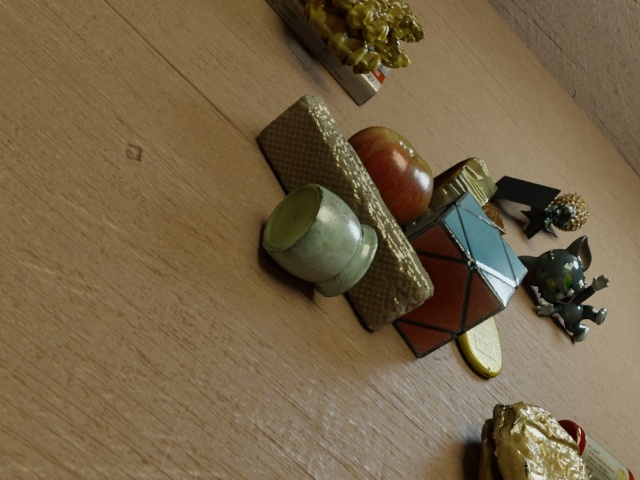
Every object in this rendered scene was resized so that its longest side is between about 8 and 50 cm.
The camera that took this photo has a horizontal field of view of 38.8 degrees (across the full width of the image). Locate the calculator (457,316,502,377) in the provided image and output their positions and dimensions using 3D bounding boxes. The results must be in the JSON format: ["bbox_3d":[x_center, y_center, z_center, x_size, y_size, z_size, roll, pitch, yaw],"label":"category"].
[{"bbox_3d":[0.322,0.179,1.881,0.146,0.032,0.235,32,38,-35],"label":"calculator"}]

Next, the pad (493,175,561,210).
[{"bbox_3d":[0.549,-0.132,2.459,0.170,0.006,0.245,17,22,19],"label":"pad"}]

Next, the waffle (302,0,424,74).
[{"bbox_3d":[0.095,-0.500,2.028,0.261,0.151,0.324,52,26,6],"label":"waffle"}]

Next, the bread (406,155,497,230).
[{"bbox_3d":[0.269,-0.085,1.919,0.110,0.192,0.210,51,30,0],"label":"bread"}]

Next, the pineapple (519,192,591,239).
[{"bbox_3d":[0.657,-0.064,2.514,0.130,0.119,0.277,45,31,24],"label":"pineapple"}]

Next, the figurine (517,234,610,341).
[{"bbox_3d":[0.624,0.124,2.246,0.265,0.193,0.140,50,26,-32],"label":"figurine"}]

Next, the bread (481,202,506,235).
[{"bbox_3d":[0.416,-0.060,2.266,0.094,0.035,0.090,28,38,-38],"label":"bread"}]

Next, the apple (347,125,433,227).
[{"bbox_3d":[0.123,-0.121,1.780,0.209,0.164,0.209,42,19,-19],"label":"apple"}]

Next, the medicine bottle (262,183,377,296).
[{"bbox_3d":[0.000,0.000,1.487,0.143,0.147,0.147,39,32,-31],"label":"medicine bottle"}]

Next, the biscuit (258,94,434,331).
[{"bbox_3d":[0.046,-0.052,1.613,0.078,0.144,0.426,-12,70,-60],"label":"biscuit"}]

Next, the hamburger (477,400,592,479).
[{"bbox_3d":[0.375,0.428,1.591,0.259,0.144,0.283,40,36,-16],"label":"hamburger"}]

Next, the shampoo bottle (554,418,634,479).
[{"bbox_3d":[0.507,0.430,1.812,0.278,0.104,0.104,40,32,-23],"label":"shampoo bottle"}]

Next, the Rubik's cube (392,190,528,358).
[{"bbox_3d":[0.232,0.060,1.701,0.205,0.207,0.205,53,29,0],"label":"Rubik's cube"}]

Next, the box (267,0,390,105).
[{"bbox_3d":[0.019,-0.497,2.125,0.353,0.069,0.214,46,30,-11],"label":"box"}]
